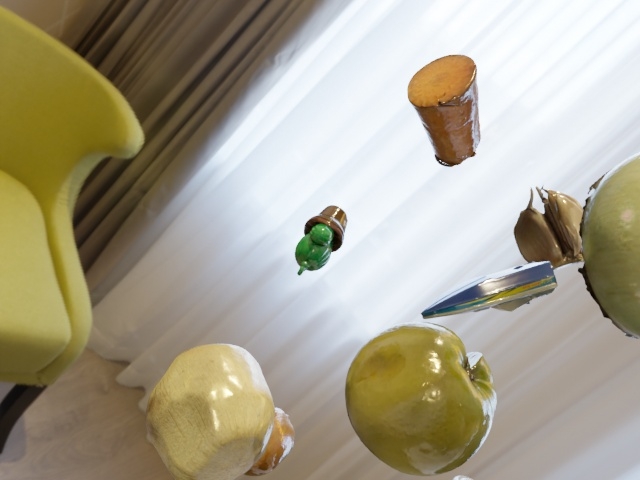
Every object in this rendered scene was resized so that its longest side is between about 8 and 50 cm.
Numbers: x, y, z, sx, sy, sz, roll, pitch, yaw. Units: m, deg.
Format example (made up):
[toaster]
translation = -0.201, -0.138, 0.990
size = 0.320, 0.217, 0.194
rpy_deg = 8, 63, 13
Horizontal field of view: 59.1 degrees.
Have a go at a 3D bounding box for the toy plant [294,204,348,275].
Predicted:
[toy plant]
translation = 0.000, 0.000, 1.366
size = 0.105, 0.143, 0.200
rpy_deg = 29, 54, -1

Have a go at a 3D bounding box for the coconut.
[coconut]
translation = -0.177, 0.269, 0.897
size = 0.224, 0.224, 0.224
rpy_deg = 41, 17, -16

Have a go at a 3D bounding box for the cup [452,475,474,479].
[cup]
translation = 0.427, 0.687, 1.307
size = 0.274, 0.259, 0.357
rpy_deg = 35, 7, -40

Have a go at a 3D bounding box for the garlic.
[garlic]
translation = 0.733, -0.027, 1.779
size = 0.237, 0.210, 0.292
rpy_deg = 50, 17, -67

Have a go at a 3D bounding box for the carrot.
[carrot]
translation = 0.356, -0.337, 1.509
size = 0.254, 0.196, 0.196
rpy_deg = 53, 8, -44

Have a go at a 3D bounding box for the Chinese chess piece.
[Chinese chess piece]
translation = 0.608, 0.011, 0.957
size = 0.349, 0.349, 0.146
rpy_deg = 42, -20, -13

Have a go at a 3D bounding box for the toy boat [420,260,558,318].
[toy boat]
translation = 0.355, 0.123, 1.225
size = 0.129, 0.295, 0.088
rpy_deg = 156, -82, -80

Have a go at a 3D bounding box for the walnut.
[walnut]
translation = -0.192, 0.707, 1.992
size = 0.203, 0.203, 0.297
rpy_deg = 50, 36, 12

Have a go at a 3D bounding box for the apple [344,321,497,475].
[apple]
translation = 0.197, 0.300, 1.101
size = 0.292, 0.254, 0.292
rpy_deg = 32, 39, -30
